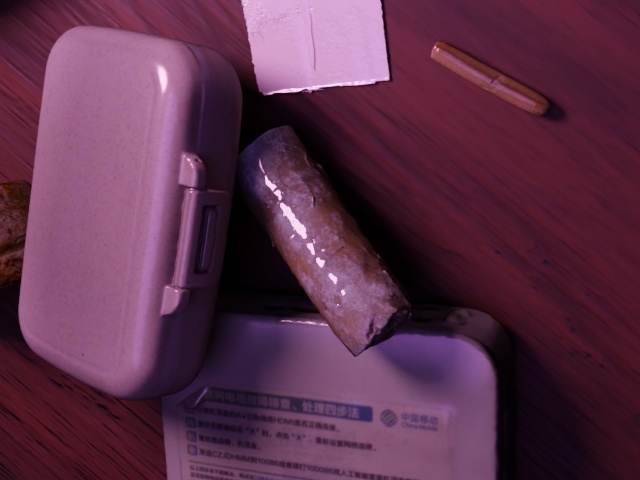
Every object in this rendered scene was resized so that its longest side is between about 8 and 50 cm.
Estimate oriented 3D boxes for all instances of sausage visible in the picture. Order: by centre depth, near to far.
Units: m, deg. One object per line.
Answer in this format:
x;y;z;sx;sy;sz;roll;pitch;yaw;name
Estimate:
0.171;-0.161;1.150;0.132;0.024;0.024;31;114;10;sausage

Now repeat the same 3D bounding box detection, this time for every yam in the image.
0.000;0.000;1.176;0.093;0.093;0.259;-46;66;26;yam

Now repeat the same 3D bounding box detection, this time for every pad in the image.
-0.014;-0.270;1.195;0.156;0.004;0.232;-5;105;21;pad

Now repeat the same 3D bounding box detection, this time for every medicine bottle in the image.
-0.207;-0.032;1.219;0.282;0.123;0.375;19;103;44;medicine bottle

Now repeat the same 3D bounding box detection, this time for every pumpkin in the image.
-0.440;0.023;1.375;0.248;0.126;0.131;-29;93;26;pumpkin

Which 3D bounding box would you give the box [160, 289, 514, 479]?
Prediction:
0.016;0.257;1.291;0.395;0.111;0.397;4;107;18;box
